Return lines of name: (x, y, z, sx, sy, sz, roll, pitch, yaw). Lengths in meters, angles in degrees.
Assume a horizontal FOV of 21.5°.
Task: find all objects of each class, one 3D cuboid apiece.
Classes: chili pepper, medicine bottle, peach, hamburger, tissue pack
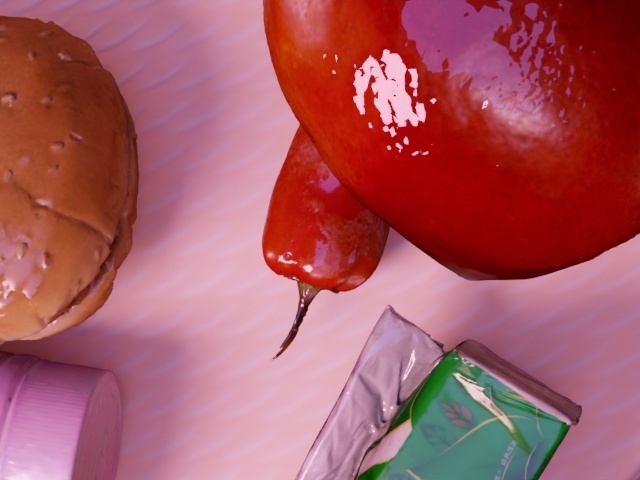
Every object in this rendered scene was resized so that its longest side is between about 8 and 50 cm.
chili pepper: (0.000, 0.000, 1.232, 0.086, 0.084, 0.192, 22, 93, 35)
medicine bottle: (-0.285, 0.149, 1.232, 0.254, 0.152, 0.152, 8, 93, 6)
peach: (0.106, -0.142, 1.119, 0.281, 0.281, 0.338, -32, 92, 6)
hamburger: (-0.274, -0.042, 1.198, 0.283, 0.144, 0.259, -8, 69, 7)
tissue pack: (0.064, 0.169, 1.196, 0.156, 0.148, 0.209, 32, 95, 11)
